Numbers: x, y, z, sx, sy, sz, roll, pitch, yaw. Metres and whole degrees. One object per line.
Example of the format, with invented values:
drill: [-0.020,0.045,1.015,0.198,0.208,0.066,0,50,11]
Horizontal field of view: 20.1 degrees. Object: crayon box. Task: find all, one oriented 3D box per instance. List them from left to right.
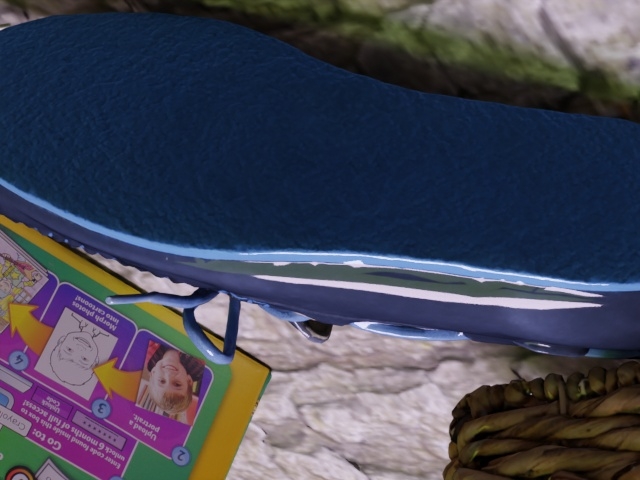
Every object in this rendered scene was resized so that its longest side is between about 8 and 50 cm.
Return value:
crayon box: [-0.181,0.079,0.955,0.278,0.165,0.081,32,145,-13]

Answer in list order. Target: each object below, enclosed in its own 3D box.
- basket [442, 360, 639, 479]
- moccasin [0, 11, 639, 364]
basket: [0.178,0.211,0.826,0.213,0.223,0.299,-12,148,40]
moccasin: [0.000,0.000,0.772,0.342,0.138,0.117,16,150,11]
